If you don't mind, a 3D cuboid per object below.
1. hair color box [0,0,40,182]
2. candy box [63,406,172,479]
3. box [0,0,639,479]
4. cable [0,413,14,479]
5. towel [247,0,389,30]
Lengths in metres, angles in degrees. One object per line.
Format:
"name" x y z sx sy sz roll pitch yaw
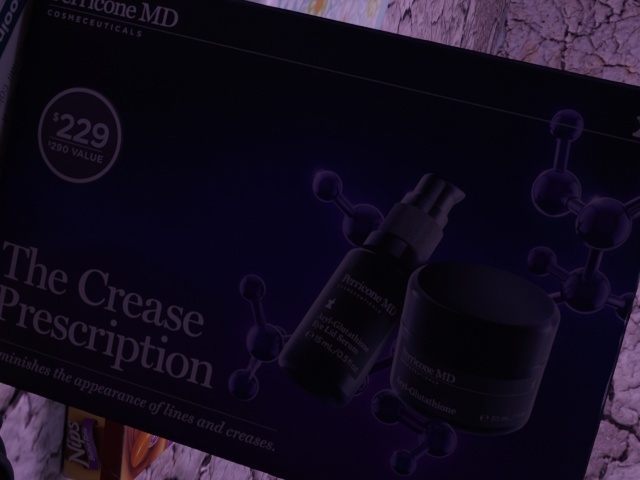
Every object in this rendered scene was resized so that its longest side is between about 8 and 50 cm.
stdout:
"hair color box" -0.172 -0.149 0.408 0.347 0.105 0.173 62 46 -68
"candy box" -0.135 0.109 0.882 0.187 0.053 0.109 -41 141 -68
"box" 0.000 0.000 0.468 0.103 0.261 0.184 -7 111 -74
"cable" -0.226 0.165 0.627 0.150 0.047 0.184 -64 159 -55
"towel" -0.030 -0.185 0.876 0.320 0.090 0.374 -37 148 -63
